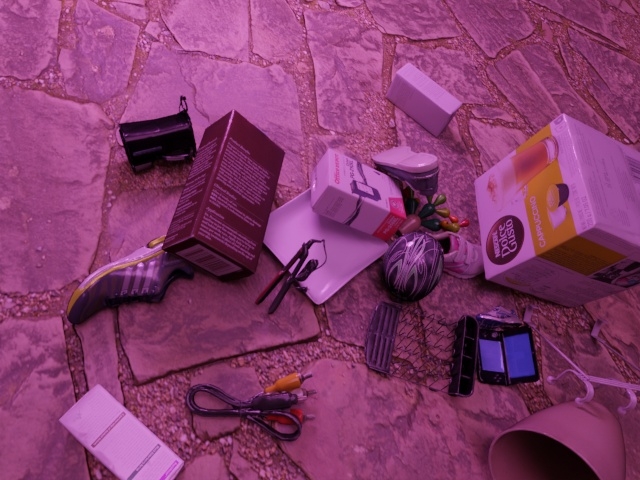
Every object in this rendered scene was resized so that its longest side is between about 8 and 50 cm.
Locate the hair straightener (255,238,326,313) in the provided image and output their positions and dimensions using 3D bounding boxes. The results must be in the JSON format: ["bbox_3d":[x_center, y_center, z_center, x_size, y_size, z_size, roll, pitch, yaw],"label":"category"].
[{"bbox_3d":[-0.055,0.091,1.137,0.089,0.047,0.230,38,81,12],"label":"hair straightener"}]

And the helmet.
[{"bbox_3d":[0.237,0.064,1.185,0.169,0.162,0.170,-1,53,2],"label":"helmet"}]

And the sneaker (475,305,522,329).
[{"bbox_3d":[0.477,0.207,1.255,0.135,0.052,0.058,9,51,-18],"label":"sneaker"}]

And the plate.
[{"bbox_3d":[0.000,0.000,1.245,0.278,0.045,0.277,-36,75,-27],"label":"plate"}]

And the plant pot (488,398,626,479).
[{"bbox_3d":[0.562,0.475,1.034,0.273,0.256,0.257,-19,67,-39],"label":"plant pot"}]

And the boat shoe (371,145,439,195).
[{"bbox_3d":[0.237,-0.199,1.316,0.116,0.319,0.099,-23,112,-10],"label":"boat shoe"}]

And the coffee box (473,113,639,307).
[{"bbox_3d":[0.663,-0.057,1.239,0.337,0.334,0.338,17,58,-20],"label":"coffee box"}]

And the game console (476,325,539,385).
[{"bbox_3d":[0.471,0.290,1.182,0.123,0.085,0.144,9,60,-9],"label":"game console"}]

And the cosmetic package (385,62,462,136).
[{"bbox_3d":[0.341,-0.468,1.539,0.231,0.117,0.085,41,62,8],"label":"cosmetic package"}]

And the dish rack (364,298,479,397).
[{"bbox_3d":[0.249,0.259,1.151,0.271,0.074,0.209,19,59,-3],"label":"dish rack"}]

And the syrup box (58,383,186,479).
[{"bbox_3d":[-0.382,0.401,0.907,0.236,0.093,0.096,39,60,8],"label":"syrup box"}]

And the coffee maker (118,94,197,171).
[{"bbox_3d":[-0.433,-0.281,1.221,0.178,0.120,0.172,-17,112,-22],"label":"coffee maker"}]

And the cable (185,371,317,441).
[{"bbox_3d":[-0.148,0.371,1.021,0.286,0.072,0.140,-3,80,-2],"label":"cable"}]

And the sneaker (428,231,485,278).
[{"bbox_3d":[0.370,0.037,1.277,0.251,0.111,0.103,3,62,-12],"label":"sneaker"}]

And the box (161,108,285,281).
[{"bbox_3d":[-0.229,-0.112,1.151,0.191,0.143,0.382,36,53,-36],"label":"box"}]

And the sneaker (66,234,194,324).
[{"bbox_3d":[-0.424,0.102,1.053,0.299,0.111,0.121,-36,79,-25],"label":"sneaker"}]

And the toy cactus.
[{"bbox_3d":[0.297,-0.077,1.323,0.180,0.112,0.219,-37,66,-9],"label":"toy cactus"}]

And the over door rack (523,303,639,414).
[{"bbox_3d":[0.683,0.311,1.173,0.239,0.108,0.324,12,27,-7],"label":"over door rack"}]

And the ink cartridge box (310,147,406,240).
[{"bbox_3d":[0.099,-0.123,1.249,0.237,0.100,0.172,21,40,-19],"label":"ink cartridge box"}]
